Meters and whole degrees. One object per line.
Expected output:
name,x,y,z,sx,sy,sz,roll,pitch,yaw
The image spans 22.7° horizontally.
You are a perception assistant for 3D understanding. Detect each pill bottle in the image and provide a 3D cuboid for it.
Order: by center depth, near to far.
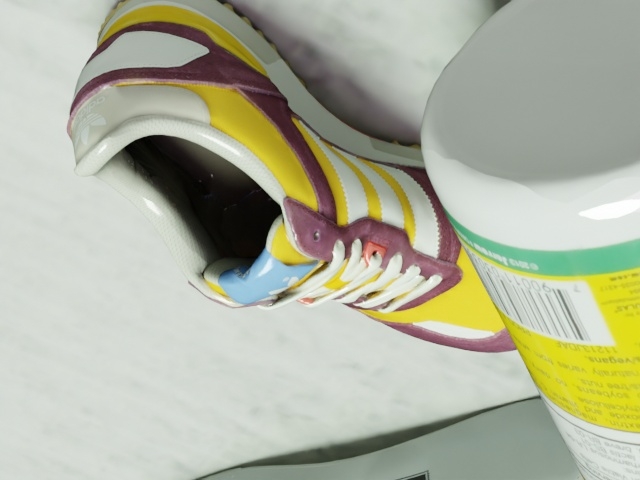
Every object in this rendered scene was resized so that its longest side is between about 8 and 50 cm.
pill bottle,0.121,0.024,0.492,0.117,0.118,0.208,-16,127,20

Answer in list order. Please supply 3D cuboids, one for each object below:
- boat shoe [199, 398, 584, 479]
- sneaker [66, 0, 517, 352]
boat shoe,0.015,0.128,0.623,0.219,0.078,0.070,-16,126,18
sneaker,0.000,0.000,0.509,0.185,0.084,0.069,31,128,-18
